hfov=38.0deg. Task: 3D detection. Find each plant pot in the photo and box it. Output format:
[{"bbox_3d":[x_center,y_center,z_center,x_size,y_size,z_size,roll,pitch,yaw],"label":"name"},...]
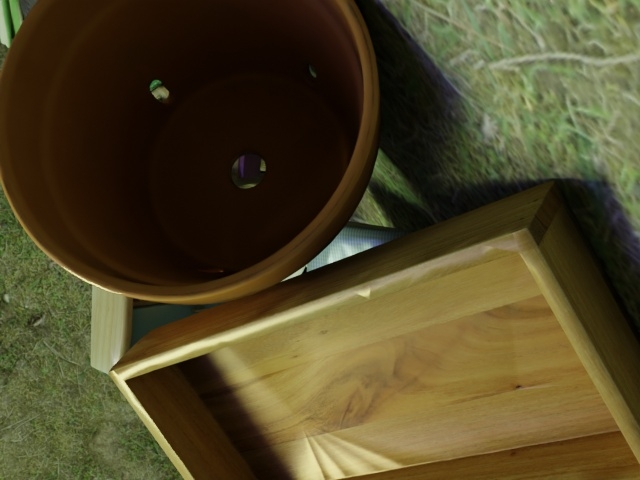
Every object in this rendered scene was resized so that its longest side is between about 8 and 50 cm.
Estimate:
[{"bbox_3d":[-0.082,-0.080,0.760,0.291,0.291,0.203,51,-178,17],"label":"plant pot"}]

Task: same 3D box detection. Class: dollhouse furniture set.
[{"bbox_3d":[-0.044,0.028,0.870,0.303,0.198,0.286,12,103,42],"label":"dollhouse furniture set"}]

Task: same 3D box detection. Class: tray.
[{"bbox_3d":[0.036,0.118,0.712,0.411,0.076,0.203,-21,108,39],"label":"tray"}]

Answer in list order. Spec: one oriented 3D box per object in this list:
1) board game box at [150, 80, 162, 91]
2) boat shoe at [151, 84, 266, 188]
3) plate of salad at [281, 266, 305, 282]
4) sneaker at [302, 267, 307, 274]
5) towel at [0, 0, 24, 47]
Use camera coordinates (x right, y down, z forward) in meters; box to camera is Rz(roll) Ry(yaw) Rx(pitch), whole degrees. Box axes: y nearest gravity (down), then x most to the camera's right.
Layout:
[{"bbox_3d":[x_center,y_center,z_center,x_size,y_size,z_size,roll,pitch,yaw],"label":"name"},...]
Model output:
[{"bbox_3d":[-0.233,-0.241,1.118,0.260,0.030,0.136,-23,99,48],"label":"board game box"},{"bbox_3d":[-0.143,-0.159,1.163,0.341,0.122,0.110,38,121,42],"label":"boat shoe"},{"bbox_3d":[-0.102,-0.013,1.235,0.200,0.200,0.048,54,-159,5],"label":"plate of salad"},{"bbox_3d":[-0.061,0.042,1.367,0.125,0.104,0.262,50,167,13],"label":"sneaker"},{"bbox_3d":[-0.444,-0.430,1.139,0.325,0.038,0.248,58,157,21],"label":"towel"}]
